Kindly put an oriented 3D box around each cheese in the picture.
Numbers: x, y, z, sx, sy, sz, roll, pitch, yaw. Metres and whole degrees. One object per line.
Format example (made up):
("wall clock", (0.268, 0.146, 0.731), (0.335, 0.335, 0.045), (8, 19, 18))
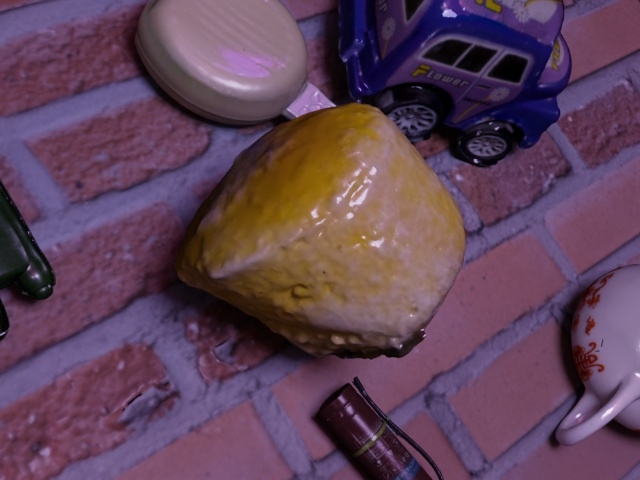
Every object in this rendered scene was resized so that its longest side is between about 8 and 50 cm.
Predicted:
("cheese", (-0.050, -0.145, 0.722), (0.227, 0.064, 0.137), (35, 61, -6))

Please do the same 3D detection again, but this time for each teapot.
("teapot", (0.300, 0.106, 0.760), (0.245, 0.116, 0.159), (-29, 93, -26))

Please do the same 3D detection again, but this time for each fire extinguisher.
("fire extinguisher", (0.052, 0.172, 0.645), (0.056, 0.039, 0.132), (-41, 88, -24))

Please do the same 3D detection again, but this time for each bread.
("bread", (0.000, -0.004, 0.620), (0.170, 0.197, 0.197), (44, 57, -14))

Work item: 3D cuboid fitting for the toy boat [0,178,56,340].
("toy boat", (-0.272, -0.023, 0.573), (0.104, 0.052, 0.210), (-30, 82, -30))

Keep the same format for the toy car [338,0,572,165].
("toy car", (0.144, -0.189, 0.771), (0.235, 0.158, 0.172), (14, 62, -26))
